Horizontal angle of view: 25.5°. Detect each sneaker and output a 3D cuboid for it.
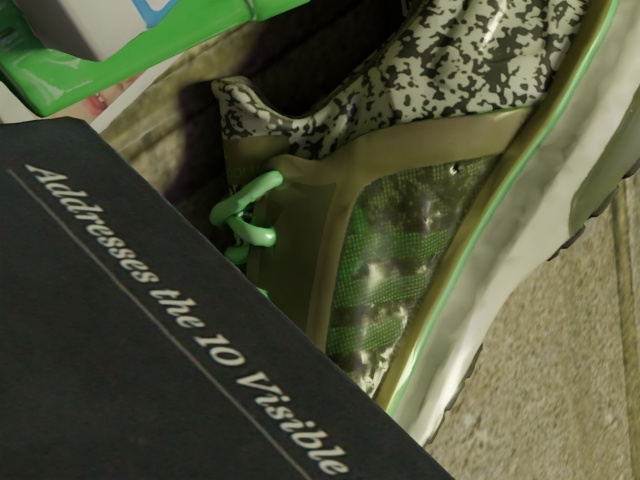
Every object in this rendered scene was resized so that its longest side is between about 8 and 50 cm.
[{"bbox_3d":[0.000,0.000,0.708,0.182,0.158,0.410,37,88,-9],"label":"sneaker"}]

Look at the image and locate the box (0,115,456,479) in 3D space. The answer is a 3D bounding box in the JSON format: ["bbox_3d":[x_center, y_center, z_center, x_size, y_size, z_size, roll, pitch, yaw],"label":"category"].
[{"bbox_3d":[-0.137,0.231,0.287,0.471,0.480,0.297,-13,136,-46],"label":"box"}]

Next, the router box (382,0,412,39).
[{"bbox_3d":[0.087,-0.180,0.773,0.133,0.046,0.179,-36,131,-35],"label":"router box"}]

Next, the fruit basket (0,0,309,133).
[{"bbox_3d":[-0.027,-0.222,0.467,0.353,0.165,0.327,-37,142,-7],"label":"fruit basket"}]
